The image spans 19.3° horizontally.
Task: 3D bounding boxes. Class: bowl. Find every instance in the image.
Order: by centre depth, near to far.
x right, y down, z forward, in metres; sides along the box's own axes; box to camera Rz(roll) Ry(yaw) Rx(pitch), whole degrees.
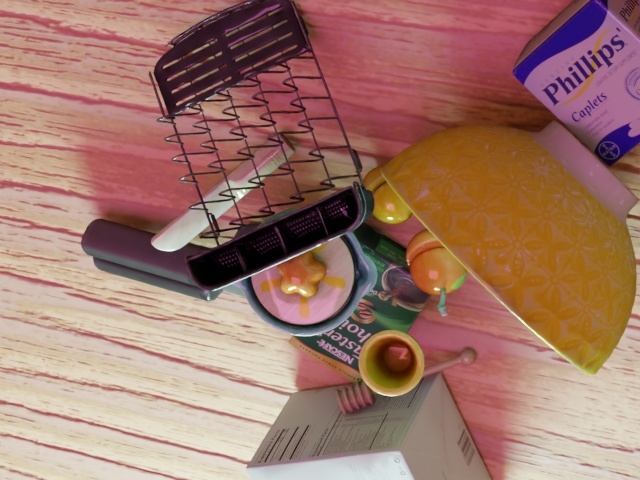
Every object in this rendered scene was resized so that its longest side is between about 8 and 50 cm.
[{"bbox_3d":[0.214,-0.023,1.823,0.289,0.289,0.156,43,98,-8],"label":"bowl"}]

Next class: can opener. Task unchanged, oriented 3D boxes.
[{"bbox_3d":[-0.129,0.015,2.114,0.283,0.095,0.076,15,157,25],"label":"can opener"}]

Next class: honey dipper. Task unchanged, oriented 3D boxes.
[{"bbox_3d":[0.096,0.153,2.090,0.161,0.030,0.030,-21,115,7],"label":"honey dipper"}]

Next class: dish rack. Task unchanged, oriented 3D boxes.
[{"bbox_3d":[-0.071,-0.106,1.917,0.208,0.074,0.271,-23,82,23],"label":"dish rack"}]

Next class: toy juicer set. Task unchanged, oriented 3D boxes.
[{"bbox_3d":[0.000,0.000,1.969,0.329,0.089,0.209,31,98,7],"label":"toy juicer set"}]

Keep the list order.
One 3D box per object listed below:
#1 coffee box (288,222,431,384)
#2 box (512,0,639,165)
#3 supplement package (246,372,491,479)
[{"bbox_3d":[0.049,0.076,2.080,0.113,0.040,0.184,32,130,1],"label":"coffee box"},{"bbox_3d":[0.275,-0.163,1.785,0.137,0.072,0.126,42,129,-7],"label":"box"},{"bbox_3d":[0.063,0.278,2.145,0.203,0.149,0.194,-10,118,30],"label":"supplement package"}]
